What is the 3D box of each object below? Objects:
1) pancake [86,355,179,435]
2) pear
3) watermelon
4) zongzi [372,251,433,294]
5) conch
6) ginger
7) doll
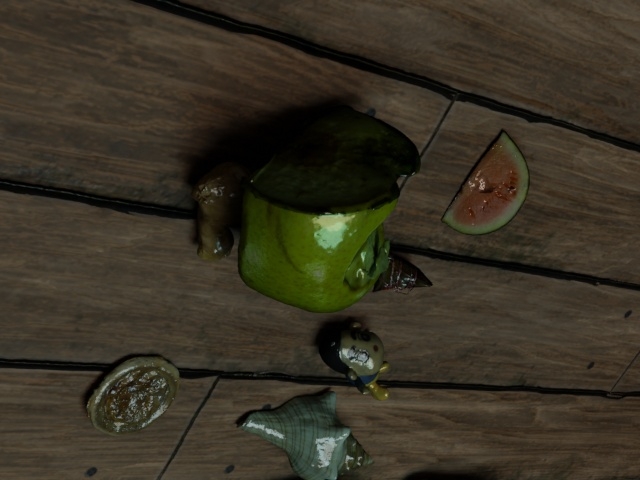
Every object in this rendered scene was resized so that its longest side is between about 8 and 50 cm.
[{"bbox_3d":[-0.250,0.209,1.621,0.140,0.022,0.139,-22,137,-22],"label":"pancake"},{"bbox_3d":[0.000,0.000,1.457,0.238,0.164,0.255,-49,159,-50],"label":"pear"},{"bbox_3d":[0.256,-0.074,1.750,0.163,0.087,0.069,-55,176,21],"label":"watermelon"},{"bbox_3d":[0.127,0.052,1.738,0.083,0.073,0.067,0,107,-40],"label":"zongzi"},{"bbox_3d":[0.002,0.304,1.846,0.137,0.114,0.234,-50,136,-9],"label":"conch"},{"bbox_3d":[-0.109,-0.041,1.474,0.096,0.067,0.165,-23,151,-23],"label":"ginger"},{"bbox_3d":[0.061,0.179,1.796,0.089,0.102,0.179,-13,152,29],"label":"doll"}]
